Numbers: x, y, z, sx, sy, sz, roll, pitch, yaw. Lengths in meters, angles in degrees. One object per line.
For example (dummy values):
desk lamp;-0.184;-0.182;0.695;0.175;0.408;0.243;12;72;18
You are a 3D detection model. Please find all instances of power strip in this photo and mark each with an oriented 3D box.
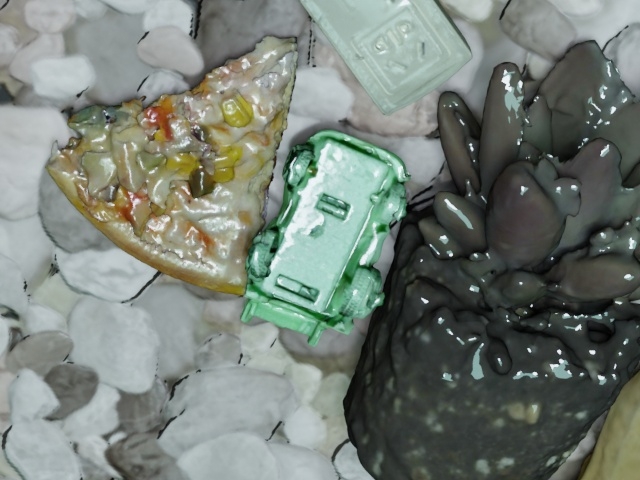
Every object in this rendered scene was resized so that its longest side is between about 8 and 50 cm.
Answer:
power strip;0.029;-0.163;1.029;0.075;0.042;0.175;-34;113;13

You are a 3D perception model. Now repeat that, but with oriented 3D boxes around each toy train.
toy train;0.000;0.000;1.076;0.099;0.081;0.149;20;92;-9

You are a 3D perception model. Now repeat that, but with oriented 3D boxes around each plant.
plant;0.145;0.031;1.059;0.194;0.181;0.320;16;119;-15

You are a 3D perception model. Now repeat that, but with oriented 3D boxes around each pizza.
pizza;-0.075;-0.060;1.067;0.185;0.052;0.195;33;109;-21

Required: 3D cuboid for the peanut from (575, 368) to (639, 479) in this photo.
peanut;0.253;0.192;1.170;0.130;0.130;0.290;19;110;-13
